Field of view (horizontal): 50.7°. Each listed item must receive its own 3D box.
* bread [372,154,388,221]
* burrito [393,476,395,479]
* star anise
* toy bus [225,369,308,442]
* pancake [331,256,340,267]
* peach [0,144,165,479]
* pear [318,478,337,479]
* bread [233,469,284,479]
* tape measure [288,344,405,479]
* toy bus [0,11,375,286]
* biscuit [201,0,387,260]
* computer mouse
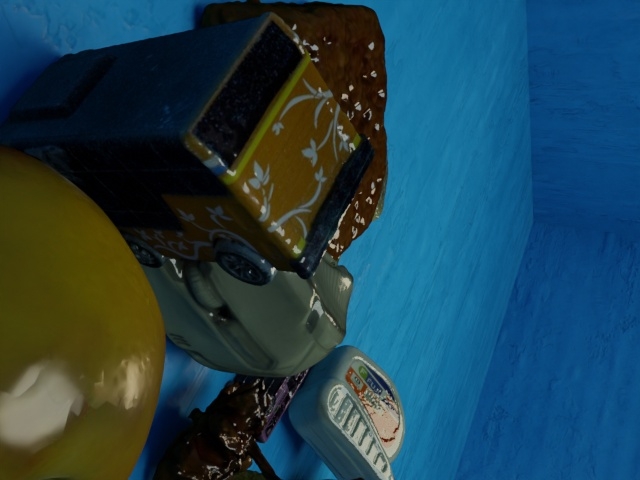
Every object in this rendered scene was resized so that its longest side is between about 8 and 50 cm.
[{"bbox_3d":[0.090,-0.177,1.295,0.286,0.056,0.207,-80,158,-50],"label":"bread"},{"bbox_3d":[0.099,0.456,1.464,0.054,0.288,0.104,-13,139,-15],"label":"burrito"},{"bbox_3d":[-0.125,0.305,0.911,0.237,0.346,0.148,-49,112,-15],"label":"star anise"},{"bbox_3d":[-0.088,0.242,1.136,0.178,0.087,0.098,-56,148,-34],"label":"toy bus"},{"bbox_3d":[0.016,0.022,1.339,0.108,0.017,0.108,-20,113,-59],"label":"pancake"},{"bbox_3d":[-0.264,0.087,0.523,0.289,0.308,0.289,-17,136,-17],"label":"peach"},{"bbox_3d":[0.008,0.606,1.373,0.292,0.159,0.292,-20,120,-39],"label":"pear"},{"bbox_3d":[-0.121,0.478,1.041,0.110,0.184,0.234,-18,114,-57],"label":"bread"},{"bbox_3d":[0.059,0.355,1.347,0.243,0.125,0.246,53,36,-12],"label":"tape measure"},{"bbox_3d":[-0.140,-0.081,0.631,0.194,0.323,0.162,53,54,-41],"label":"toy bus"},{"bbox_3d":[-0.022,-0.165,1.026,0.343,0.166,0.395,-36,130,-57],"label":"biscuit"},{"bbox_3d":[-0.086,0.093,0.904,0.429,0.228,0.145,50,26,-54],"label":"computer mouse"}]
